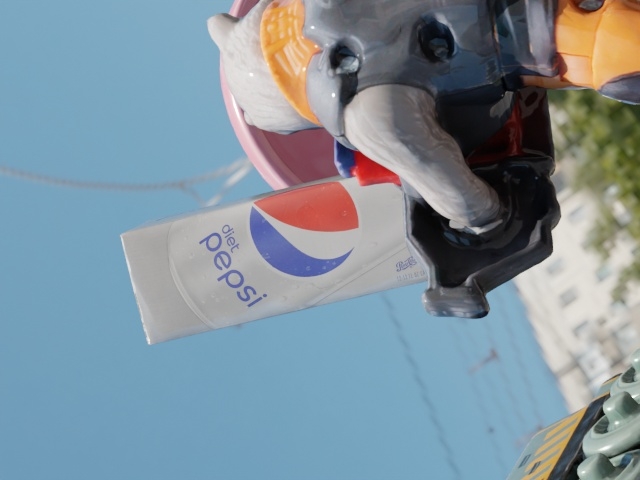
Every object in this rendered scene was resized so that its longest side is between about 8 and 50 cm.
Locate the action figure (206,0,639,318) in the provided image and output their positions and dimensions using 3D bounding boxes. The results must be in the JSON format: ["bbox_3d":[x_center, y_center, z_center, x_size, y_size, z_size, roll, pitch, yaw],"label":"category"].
[{"bbox_3d":[0.091,-0.155,0.861,0.178,0.330,0.341,47,-154,-50],"label":"action figure"}]

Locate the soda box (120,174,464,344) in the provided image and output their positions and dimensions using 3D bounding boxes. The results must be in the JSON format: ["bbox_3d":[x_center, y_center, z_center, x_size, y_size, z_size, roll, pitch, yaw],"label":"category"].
[{"bbox_3d":[0.000,0.000,1.276,0.098,0.286,0.091,-46,-57,-81],"label":"soda box"}]

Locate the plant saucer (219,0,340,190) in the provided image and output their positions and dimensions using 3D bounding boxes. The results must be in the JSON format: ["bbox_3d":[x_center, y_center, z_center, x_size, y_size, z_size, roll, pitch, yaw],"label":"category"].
[{"bbox_3d":[0.032,-0.162,1.829,0.332,0.084,0.332,8,-108,-28],"label":"plant saucer"}]

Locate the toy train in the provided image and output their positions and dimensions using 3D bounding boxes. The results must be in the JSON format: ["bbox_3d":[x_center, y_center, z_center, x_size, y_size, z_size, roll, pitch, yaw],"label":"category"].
[{"bbox_3d":[0.199,0.193,1.180,0.142,0.190,0.334,56,-151,-6],"label":"toy train"}]
